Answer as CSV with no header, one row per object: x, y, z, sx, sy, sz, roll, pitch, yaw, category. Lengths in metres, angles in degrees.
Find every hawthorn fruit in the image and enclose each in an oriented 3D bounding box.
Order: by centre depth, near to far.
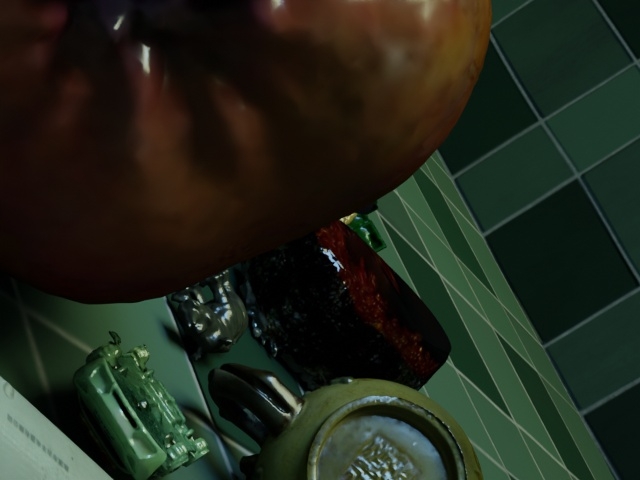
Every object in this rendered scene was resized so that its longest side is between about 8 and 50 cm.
-0.112,-0.200,0.976,0.472,0.471,0.472,54,12,-16,hawthorn fruit

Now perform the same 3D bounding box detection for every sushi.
0.020,0.080,1.540,0.225,0.126,0.136,43,18,-31,sushi

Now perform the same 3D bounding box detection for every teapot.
0.019,0.191,1.189,0.269,0.173,0.182,37,-25,5,teapot

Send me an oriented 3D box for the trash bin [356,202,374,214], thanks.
-0.068,-0.164,1.619,0.252,0.203,0.301,21,27,-26,trash bin

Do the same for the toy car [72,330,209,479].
-0.121,0.111,0.997,0.093,0.058,0.186,58,-1,6,toy car

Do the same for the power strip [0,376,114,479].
-0.206,0.074,0.774,0.367,0.043,0.106,50,13,-33,power strip

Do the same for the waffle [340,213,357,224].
0.000,0.000,1.669,0.032,0.125,0.191,53,9,-9,waffle

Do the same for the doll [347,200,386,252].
0.017,-0.051,1.913,0.134,0.106,0.186,60,-6,-10,doll

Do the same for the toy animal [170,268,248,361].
-0.090,0.063,1.295,0.135,0.047,0.065,-20,86,-84,toy animal
